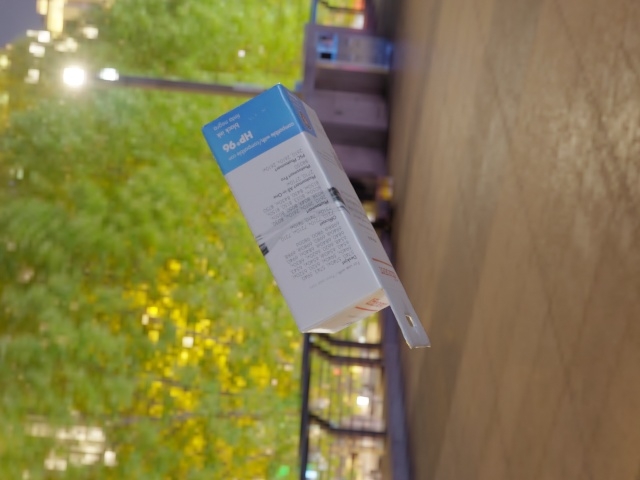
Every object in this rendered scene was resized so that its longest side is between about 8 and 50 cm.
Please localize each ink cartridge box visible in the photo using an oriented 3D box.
[{"bbox_3d":[0.000,0.000,0.365,0.083,0.028,0.048,63,-171,10],"label":"ink cartridge box"}]
